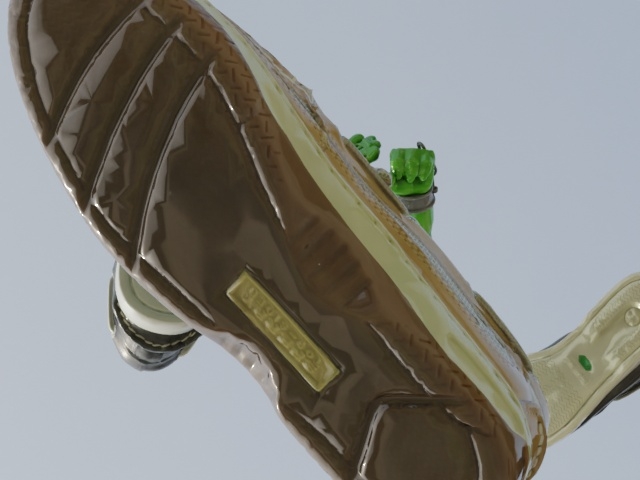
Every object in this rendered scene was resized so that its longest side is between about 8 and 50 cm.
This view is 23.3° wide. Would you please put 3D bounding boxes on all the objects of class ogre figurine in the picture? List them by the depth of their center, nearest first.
[{"bbox_3d":[0.000,0.000,1.130,0.197,0.097,0.118,-22,-60,3],"label":"ogre figurine"}]

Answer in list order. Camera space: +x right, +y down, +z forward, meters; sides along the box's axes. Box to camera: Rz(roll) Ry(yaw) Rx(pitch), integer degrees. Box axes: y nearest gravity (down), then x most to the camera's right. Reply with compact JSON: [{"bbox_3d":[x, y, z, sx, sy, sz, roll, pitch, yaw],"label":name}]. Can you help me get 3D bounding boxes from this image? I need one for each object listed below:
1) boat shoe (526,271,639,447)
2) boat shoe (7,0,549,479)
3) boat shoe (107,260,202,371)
[{"bbox_3d":[0.219,0.117,1.292,0.233,0.084,0.079,-41,-33,24],"label":"boat shoe"},{"bbox_3d":[-0.009,-0.006,0.425,0.190,0.068,0.072,53,-149,3],"label":"boat shoe"},{"bbox_3d":[-0.112,-0.031,1.275,0.114,0.091,0.302,22,-130,-3],"label":"boat shoe"}]
